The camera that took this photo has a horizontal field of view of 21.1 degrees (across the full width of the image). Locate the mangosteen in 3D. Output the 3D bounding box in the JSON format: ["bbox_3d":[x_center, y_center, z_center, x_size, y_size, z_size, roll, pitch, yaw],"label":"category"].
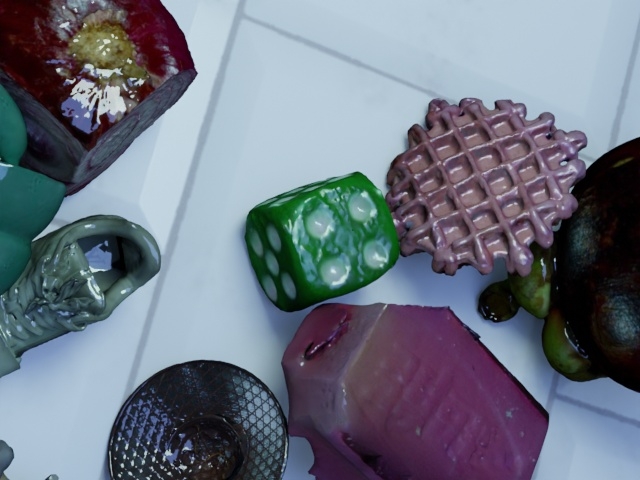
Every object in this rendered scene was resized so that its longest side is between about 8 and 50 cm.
[{"bbox_3d":[0.372,0.039,1.948,0.306,0.359,0.306,34,47,-45],"label":"mangosteen"}]

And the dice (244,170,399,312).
[{"bbox_3d":[0.000,0.000,1.831,0.128,0.131,0.120,-21,94,-23],"label":"dice"}]

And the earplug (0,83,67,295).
[{"bbox_3d":[-0.367,-0.070,1.615,0.257,0.164,0.280,5,83,-5],"label":"earplug"}]

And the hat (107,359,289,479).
[{"bbox_3d":[-0.120,0.226,1.791,0.193,0.082,0.193,-3,69,9],"label":"hat"}]

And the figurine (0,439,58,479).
[{"bbox_3d":[-0.221,0.370,1.674,0.387,0.166,0.207,50,29,-9],"label":"figurine"}]

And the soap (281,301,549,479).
[{"bbox_3d":[0.095,0.182,1.815,0.325,0.127,0.220,44,52,-28],"label":"soap"}]

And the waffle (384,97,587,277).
[{"bbox_3d":[0.176,-0.060,1.893,0.221,0.055,0.234,17,64,22],"label":"waffle"}]

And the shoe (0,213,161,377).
[{"bbox_3d":[-0.285,0.057,1.686,0.293,0.149,0.109,-33,100,-25],"label":"shoe"}]

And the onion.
[{"bbox_3d":[-0.244,-0.184,1.696,0.207,0.216,0.206,46,64,-6],"label":"onion"}]
